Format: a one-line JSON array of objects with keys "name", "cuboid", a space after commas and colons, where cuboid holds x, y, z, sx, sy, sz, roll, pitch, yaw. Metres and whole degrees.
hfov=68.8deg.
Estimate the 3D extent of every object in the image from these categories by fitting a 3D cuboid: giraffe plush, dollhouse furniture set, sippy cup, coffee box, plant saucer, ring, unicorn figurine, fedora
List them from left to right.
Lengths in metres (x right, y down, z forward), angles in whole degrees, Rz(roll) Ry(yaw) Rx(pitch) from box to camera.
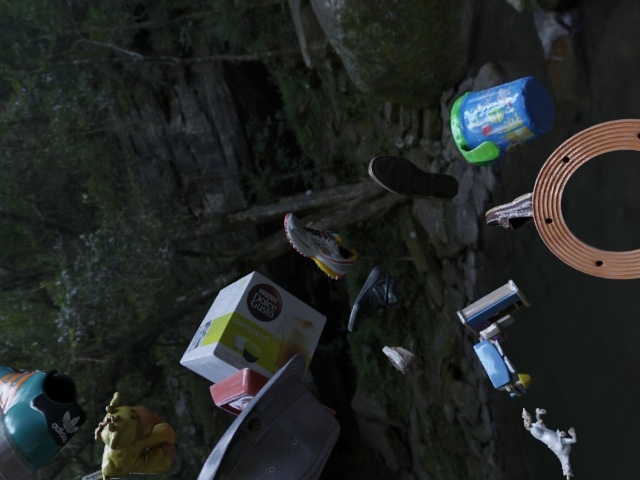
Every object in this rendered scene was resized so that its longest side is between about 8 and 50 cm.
[{"name": "giraffe plush", "cuboid": [-0.437, 0.439, 1.062, 0.210, 0.181, 0.171, -22, -49, -45]}, {"name": "coffee box", "cuboid": [-0.243, 0.366, 1.721, 0.337, 0.338, 0.335, 36, -124, -18]}, {"name": "plant saucer", "cuboid": [-0.134, 0.422, 1.180, 0.259, 0.258, 0.048, 31, -129, -17]}, {"name": "fedora", "cuboid": [-0.059, 0.323, 0.712, 0.275, 0.124, 0.244, -40, -27, -41]}, {"name": "sippy cup", "cuboid": [0.547, -0.360, 1.379, 0.224, 0.239, 0.306, -15, 68, 56]}, {"name": "dollhouse furniture set", "cuboid": [0.613, 0.332, 1.446, 0.286, 0.198, 0.304, 37, -155, -43]}, {"name": "unicorn figurine", "cuboid": [0.537, 0.461, 1.072, 0.162, 0.060, 0.111, -129, 27, -53]}, {"name": "ring", "cuboid": [0.629, -0.082, 0.985, 0.032, 0.336, 0.337, -30, -67, -56]}]

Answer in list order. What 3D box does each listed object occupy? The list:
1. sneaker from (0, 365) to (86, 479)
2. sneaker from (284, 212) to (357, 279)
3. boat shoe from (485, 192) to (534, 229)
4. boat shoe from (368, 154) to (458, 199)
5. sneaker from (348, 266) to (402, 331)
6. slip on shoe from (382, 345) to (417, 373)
[{"name": "sneaker", "cuboid": [-0.440, 0.252, 0.719, 0.121, 0.302, 0.108, -34, -63, -31]}, {"name": "sneaker", "cuboid": [0.000, 0.000, 1.177, 0.225, 0.092, 0.088, 38, -156, -24]}, {"name": "boat shoe", "cuboid": [0.524, -0.066, 1.272, 0.207, 0.073, 0.073, 139, 133, -70]}, {"name": "boat shoe", "cuboid": [0.274, -0.182, 1.458, 0.104, 0.306, 0.111, -171, 97, -70]}, {"name": "sneaker", "cuboid": [0.180, 0.209, 1.505, 0.228, 0.130, 0.087, -58, -16, -17]}, {"name": "slip on shoe", "cuboid": [0.167, 0.243, 0.986, 0.051, 0.041, 0.135, 53, 174, 3]}]
